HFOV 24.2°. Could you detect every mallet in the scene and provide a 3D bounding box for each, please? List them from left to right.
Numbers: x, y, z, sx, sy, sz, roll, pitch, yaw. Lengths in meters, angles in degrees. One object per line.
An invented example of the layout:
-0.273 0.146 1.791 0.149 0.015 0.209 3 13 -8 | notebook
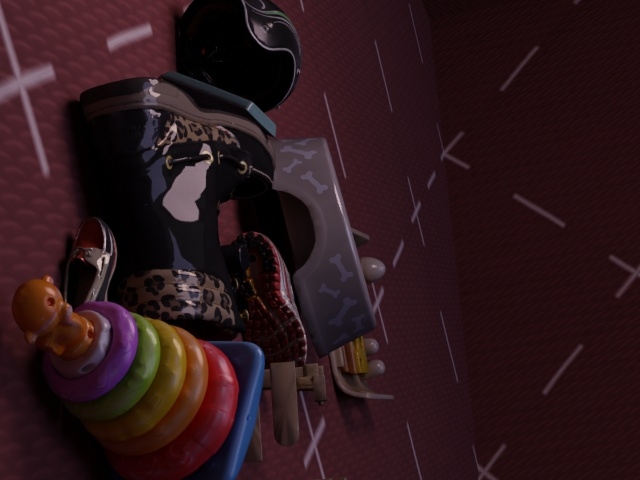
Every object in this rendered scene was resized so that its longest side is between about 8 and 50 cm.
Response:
-0.148 0.076 1.928 0.189 0.062 0.039 -67 145 -42 | mallet

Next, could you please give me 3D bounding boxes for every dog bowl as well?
0.000 0.000 2.292 0.349 0.102 0.348 -15 90 -89 | dog bowl

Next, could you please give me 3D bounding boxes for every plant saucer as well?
-0.130 -0.178 1.917 0.018 0.192 0.067 -56 134 -8 | plant saucer

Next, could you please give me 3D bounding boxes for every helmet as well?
-0.106 -0.264 2.091 0.161 0.169 0.169 30 48 -50 | helmet

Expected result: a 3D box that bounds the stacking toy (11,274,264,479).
-0.203 0.123 1.452 0.302 0.166 0.175 45 50 -47 | stacking toy

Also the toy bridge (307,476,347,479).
0.010 0.401 2.317 0.188 0.026 0.063 25 56 -73 | toy bridge

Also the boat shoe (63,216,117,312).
-0.242 0.032 1.538 0.043 0.049 0.137 55 32 -55 | boat shoe

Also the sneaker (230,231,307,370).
-0.064 0.095 2.127 0.093 0.088 0.225 -13 92 -78 | sneaker

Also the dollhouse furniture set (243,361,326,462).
-0.062 0.229 1.966 0.151 0.144 0.123 87 -1 -81 | dollhouse furniture set

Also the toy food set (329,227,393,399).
0.074 0.134 2.658 0.220 0.092 0.306 22 58 -75 | toy food set

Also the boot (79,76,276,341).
-0.147 -0.015 1.762 0.377 0.138 0.284 30 49 -68 | boot
